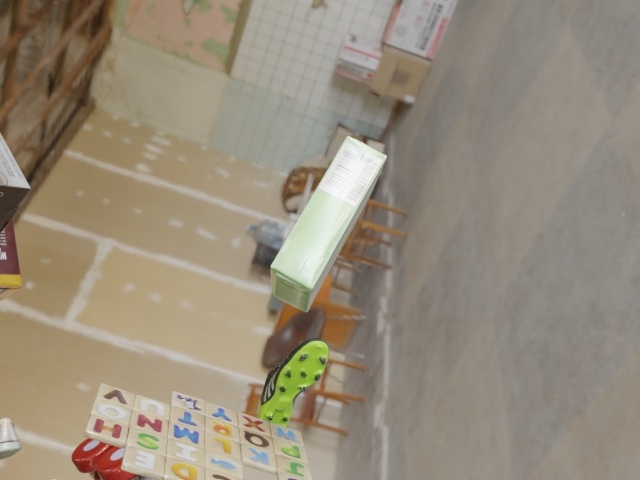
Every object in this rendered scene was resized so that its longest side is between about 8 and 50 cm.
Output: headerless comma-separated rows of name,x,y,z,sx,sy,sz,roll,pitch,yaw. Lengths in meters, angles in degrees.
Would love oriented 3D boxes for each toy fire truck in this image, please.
toy fire truck,-0.332,0.438,1.670,0.254,0.169,0.302,-35,19,-34

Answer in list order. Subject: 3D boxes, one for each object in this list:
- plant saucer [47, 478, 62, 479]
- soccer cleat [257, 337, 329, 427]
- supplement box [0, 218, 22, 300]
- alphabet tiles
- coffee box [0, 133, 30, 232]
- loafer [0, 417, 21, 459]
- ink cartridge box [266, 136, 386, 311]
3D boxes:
plant saucer,-0.404,0.347,1.006,0.188,0.045,0.188,-26,-6,31
soccer cleat,-0.044,0.185,1.117,0.178,0.060,0.072,-60,28,31
supplement box,-0.591,0.003,1.285,0.129,0.191,0.194,-28,70,40
alphabet tiles,-0.119,0.207,0.853,0.198,0.237,0.009,-120,52,-75
coffee box,-0.450,-0.121,0.925,0.098,0.246,0.141,-45,-25,24
loafer,-0.383,0.239,0.989,0.125,0.045,0.039,-30,65,52
ink cartridge box,0.000,0.000,0.962,0.171,0.056,0.235,-61,-5,-16
